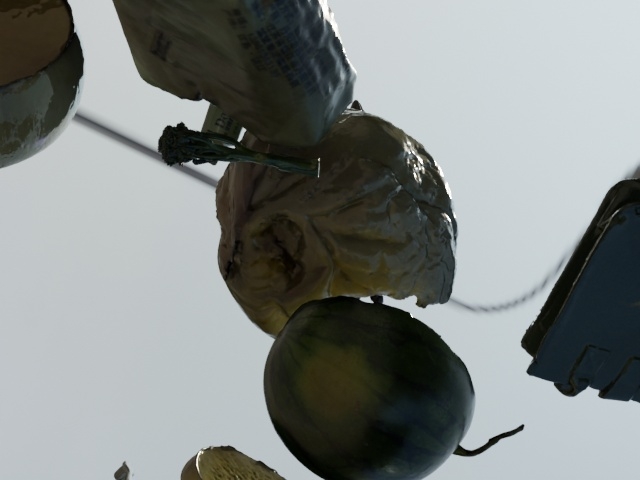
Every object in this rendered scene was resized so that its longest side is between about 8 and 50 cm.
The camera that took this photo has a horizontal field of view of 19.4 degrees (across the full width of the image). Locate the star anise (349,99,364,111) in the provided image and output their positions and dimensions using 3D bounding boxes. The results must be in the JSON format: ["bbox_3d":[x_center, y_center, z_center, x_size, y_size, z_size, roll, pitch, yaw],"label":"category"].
[{"bbox_3d":[0.062,-0.043,2.137,0.197,0.073,0.212,96,-30,-60],"label":"star anise"}]

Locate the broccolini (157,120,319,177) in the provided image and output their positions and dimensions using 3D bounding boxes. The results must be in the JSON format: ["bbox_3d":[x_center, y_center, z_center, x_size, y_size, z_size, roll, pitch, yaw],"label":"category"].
[{"bbox_3d":[-0.066,-0.068,1.544,0.035,0.140,0.030,-92,-162,-46],"label":"broccolini"}]

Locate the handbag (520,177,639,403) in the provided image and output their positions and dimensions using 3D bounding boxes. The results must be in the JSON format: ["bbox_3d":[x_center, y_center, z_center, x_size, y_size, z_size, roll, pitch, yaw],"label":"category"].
[{"bbox_3d":[0.383,0.081,2.084,0.079,0.247,0.260,-95,-151,-62],"label":"handbag"}]

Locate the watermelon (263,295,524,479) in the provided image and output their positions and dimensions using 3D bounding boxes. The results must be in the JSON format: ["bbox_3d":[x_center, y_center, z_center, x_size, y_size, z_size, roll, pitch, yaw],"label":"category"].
[{"bbox_3d":[0.044,0.169,1.811,0.204,0.232,0.127,-30,-158,35],"label":"watermelon"}]

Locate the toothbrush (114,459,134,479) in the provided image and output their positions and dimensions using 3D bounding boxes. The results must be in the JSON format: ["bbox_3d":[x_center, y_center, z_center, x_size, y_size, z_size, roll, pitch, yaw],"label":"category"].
[{"bbox_3d":[-0.225,0.294,2.150,0.025,0.019,0.276,-42,-171,0],"label":"toothbrush"}]

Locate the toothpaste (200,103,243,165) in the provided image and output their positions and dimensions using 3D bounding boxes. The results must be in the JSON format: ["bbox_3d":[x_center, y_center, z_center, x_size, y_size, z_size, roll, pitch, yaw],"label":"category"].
[{"bbox_3d":[-0.081,-0.184,2.004,0.218,0.064,0.041,-69,-160,4],"label":"toothpaste"}]

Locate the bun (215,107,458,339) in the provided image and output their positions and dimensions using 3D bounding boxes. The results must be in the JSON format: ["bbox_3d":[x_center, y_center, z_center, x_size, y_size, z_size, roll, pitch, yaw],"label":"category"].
[{"bbox_3d":[-0.004,-0.015,1.947,0.281,0.205,0.281,4,-82,33],"label":"bun"}]

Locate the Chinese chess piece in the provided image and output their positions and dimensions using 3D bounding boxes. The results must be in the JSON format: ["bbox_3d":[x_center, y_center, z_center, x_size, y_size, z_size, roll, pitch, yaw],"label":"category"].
[{"bbox_3d":[-0.354,-0.170,1.796,0.257,0.257,0.104,-93,-173,-52],"label":"Chinese chess piece"}]

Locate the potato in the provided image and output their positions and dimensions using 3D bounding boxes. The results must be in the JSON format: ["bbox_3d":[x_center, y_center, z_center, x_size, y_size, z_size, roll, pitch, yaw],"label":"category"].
[{"bbox_3d":[-0.066,0.298,1.906,0.081,0.200,0.164,-53,170,19],"label":"potato"}]

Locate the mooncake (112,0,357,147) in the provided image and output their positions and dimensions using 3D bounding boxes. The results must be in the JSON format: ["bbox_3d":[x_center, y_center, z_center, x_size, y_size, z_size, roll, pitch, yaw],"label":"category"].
[{"bbox_3d":[-0.088,-0.232,1.826,0.250,0.254,0.136,23,-120,31],"label":"mooncake"}]
